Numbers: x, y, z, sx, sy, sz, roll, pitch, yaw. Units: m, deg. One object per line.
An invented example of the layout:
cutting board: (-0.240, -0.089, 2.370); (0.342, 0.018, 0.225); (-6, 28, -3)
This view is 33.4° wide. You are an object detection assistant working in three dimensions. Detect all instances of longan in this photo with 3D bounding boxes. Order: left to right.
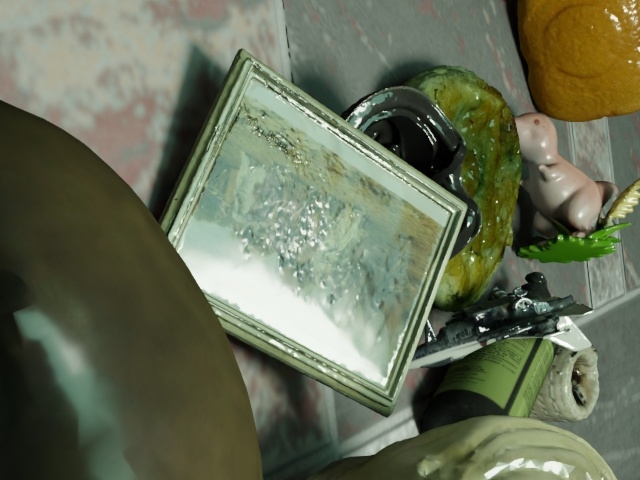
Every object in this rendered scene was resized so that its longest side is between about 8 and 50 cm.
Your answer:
longan: (-0.169, 0.099, 0.512); (0.288, 0.288, 0.350); (-24, 97, -54)

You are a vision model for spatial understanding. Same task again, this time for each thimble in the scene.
thimble: (0.291, 0.175, 1.330); (0.115, 0.090, 0.102); (-29, 110, -52)

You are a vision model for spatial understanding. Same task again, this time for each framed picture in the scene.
framed picture: (0.000, 0.000, 0.881); (0.274, 0.017, 0.217); (30, 73, -30)

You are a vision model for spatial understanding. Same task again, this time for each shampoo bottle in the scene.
shampoo bottle: (0.209, 0.132, 1.204); (0.284, 0.101, 0.101); (-52, 128, -45)

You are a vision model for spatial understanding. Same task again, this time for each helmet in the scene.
helmet: (0.056, -0.049, 0.994); (0.153, 0.107, 0.177); (-21, 100, -30)

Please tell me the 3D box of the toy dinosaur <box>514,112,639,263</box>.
toy dinosaur: (0.305, -0.065, 1.368); (0.194, 0.152, 0.177); (7, 76, -14)

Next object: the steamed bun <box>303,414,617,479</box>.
steamed bun: (0.070, 0.314, 0.866); (0.339, 0.247, 0.352); (-15, 116, -38)

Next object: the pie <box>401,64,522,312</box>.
pie: (0.150, -0.057, 1.162); (0.277, 0.078, 0.277); (9, 79, -53)

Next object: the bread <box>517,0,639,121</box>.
bread: (0.351, -0.278, 1.401); (0.121, 0.174, 0.245); (-52, 135, -51)

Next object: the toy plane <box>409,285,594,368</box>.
toy plane: (0.176, 0.086, 1.107); (0.234, 0.160, 0.082); (-4, 98, -15)
